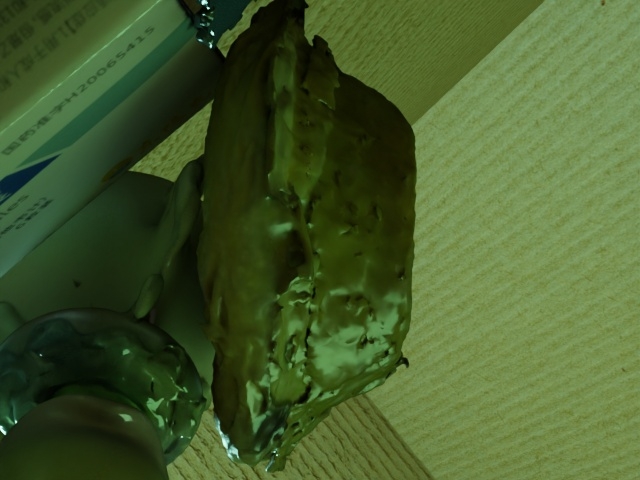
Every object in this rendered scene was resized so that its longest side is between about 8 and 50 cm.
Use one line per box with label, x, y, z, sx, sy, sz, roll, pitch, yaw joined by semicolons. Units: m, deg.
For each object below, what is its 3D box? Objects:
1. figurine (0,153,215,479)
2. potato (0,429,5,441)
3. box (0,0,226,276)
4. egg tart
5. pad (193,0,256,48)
figurine;-0.131;0.080;0.570;0.394;0.226;0.275;-95;-150;-58
potato;-0.439;0.263;1.125;0.157;0.157;0.194;-40;176;18
box;-0.203;-0.016;0.475;0.343;0.065;0.200;-39;177;2
egg tart;0.000;0.000;0.567;0.116;0.295;0.295;4;-179;5
pad;0.046;-0.220;0.354;0.270;0.012;0.269;-51;177;-22
